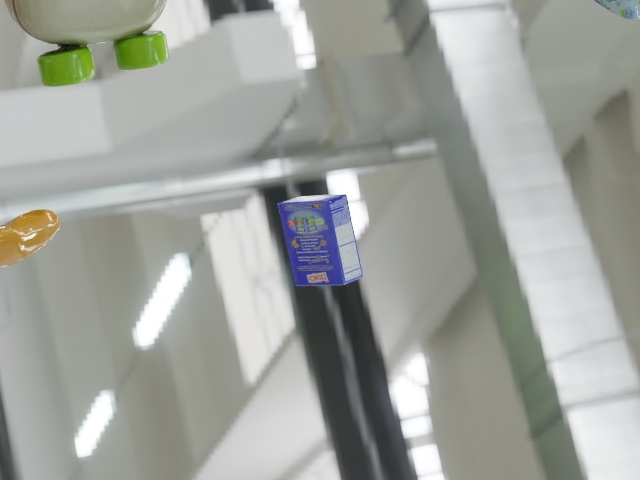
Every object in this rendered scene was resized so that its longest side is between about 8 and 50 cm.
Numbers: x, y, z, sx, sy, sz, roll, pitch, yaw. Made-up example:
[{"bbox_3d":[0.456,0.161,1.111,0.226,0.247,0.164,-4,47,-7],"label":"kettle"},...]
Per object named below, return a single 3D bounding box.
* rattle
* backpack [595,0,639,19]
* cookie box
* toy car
[{"bbox_3d":[-0.331,-0.030,1.347,0.199,0.143,0.130,20,-38,22],"label":"rattle"},{"bbox_3d":[0.339,-0.306,1.894,0.114,0.105,0.084,43,-25,25],"label":"backpack"},{"bbox_3d":[0.000,0.000,2.101,0.092,0.040,0.107,-2,-77,47],"label":"cookie box"},{"bbox_3d":[-0.241,-0.240,1.631,0.188,0.149,0.155,20,-58,62],"label":"toy car"}]
